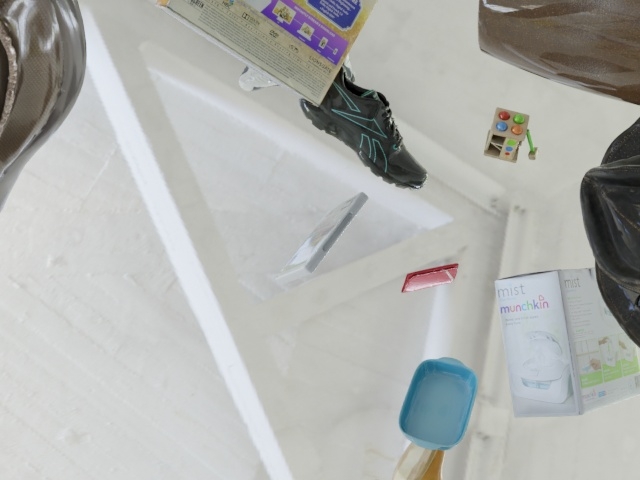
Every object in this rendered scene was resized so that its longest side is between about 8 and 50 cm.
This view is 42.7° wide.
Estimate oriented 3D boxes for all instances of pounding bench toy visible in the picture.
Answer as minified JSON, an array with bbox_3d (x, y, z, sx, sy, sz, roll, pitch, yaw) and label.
[{"bbox_3d":[0.301,-0.160,1.255,0.083,0.065,0.052,15,-123,6],"label":"pounding bench toy"}]

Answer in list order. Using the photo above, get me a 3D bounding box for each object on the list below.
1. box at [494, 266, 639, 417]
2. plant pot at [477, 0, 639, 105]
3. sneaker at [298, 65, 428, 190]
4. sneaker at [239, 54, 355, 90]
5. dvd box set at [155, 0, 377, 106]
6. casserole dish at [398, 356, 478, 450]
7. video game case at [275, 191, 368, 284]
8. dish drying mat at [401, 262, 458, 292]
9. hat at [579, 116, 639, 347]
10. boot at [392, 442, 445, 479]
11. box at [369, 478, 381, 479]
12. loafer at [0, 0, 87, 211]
[{"bbox_3d":[0.427,0.164,1.383,0.262,0.126,0.231,-1,-100,-48],"label":"box"},{"bbox_3d":[0.294,-0.252,0.887,0.215,0.230,0.215,8,-90,-71],"label":"plant pot"},{"bbox_3d":[0.091,-0.189,1.403,0.267,0.106,0.101,37,-159,-11],"label":"sneaker"},{"bbox_3d":[-0.036,-0.322,1.653,0.153,0.235,0.094,51,-156,-38],"label":"sneaker"},{"bbox_3d":[-0.022,-0.461,1.249,0.307,0.062,0.420,26,-86,-37],"label":"dvd box set"},{"bbox_3d":[0.202,0.283,1.396,0.114,0.037,0.188,11,-133,17],"label":"casserole dish"},{"bbox_3d":[0.000,0.000,1.637,0.023,0.212,0.193,41,-109,-9],"label":"video game case"},{"bbox_3d":[0.142,0.049,1.056,0.083,0.032,0.008,-10,-138,-31],"label":"dish drying mat"},{"bbox_3d":[0.371,-0.019,0.905,0.134,0.331,0.331,6,-110,-24],"label":"hat"},{"bbox_3d":[0.234,0.520,1.577,0.211,0.104,0.295,29,-97,-14],"label":"boot"},{"bbox_3d":[0.035,0.365,1.031,0.169,0.290,0.087,-5,-101,-12],"label":"box"},{"bbox_3d":[-0.254,-0.069,0.515,0.134,0.366,0.130,39,-131,-2],"label":"loafer"}]
